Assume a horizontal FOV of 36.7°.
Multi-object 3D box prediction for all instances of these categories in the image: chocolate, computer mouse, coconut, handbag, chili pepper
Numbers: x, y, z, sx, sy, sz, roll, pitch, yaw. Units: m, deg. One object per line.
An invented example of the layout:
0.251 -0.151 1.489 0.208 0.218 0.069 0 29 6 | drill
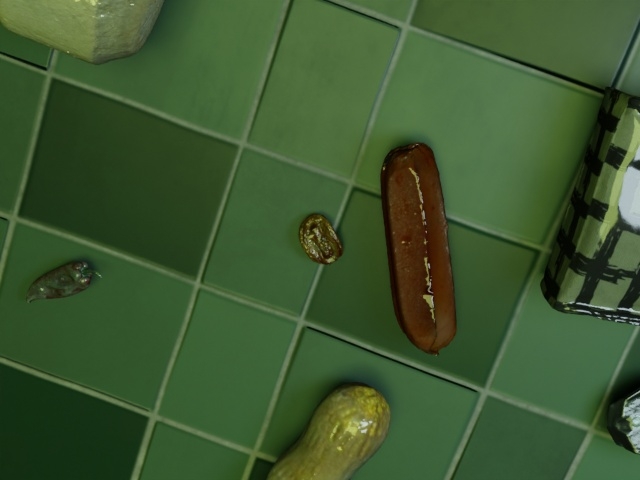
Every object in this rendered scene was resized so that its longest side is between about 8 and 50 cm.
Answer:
0.006 0.360 1.563 0.134 0.134 0.309 35 103 -3 | chocolate
0.556 0.265 1.499 0.231 0.071 0.126 -13 89 0 | computer mouse
-0.347 -0.383 1.351 0.266 0.237 0.237 21 106 -1 | coconut
0.517 -0.026 1.380 0.327 0.162 0.325 14 108 -3 | handbag
-0.422 0.068 1.582 0.153 0.041 0.050 -21 81 28 | chili pepper

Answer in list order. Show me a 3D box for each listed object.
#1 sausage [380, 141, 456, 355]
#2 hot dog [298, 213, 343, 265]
0.149 0.014 1.468 0.102 0.102 0.330 -6 104 9 | sausage
0.000 0.000 1.513 0.058 0.035 0.083 -29 100 10 | hot dog
